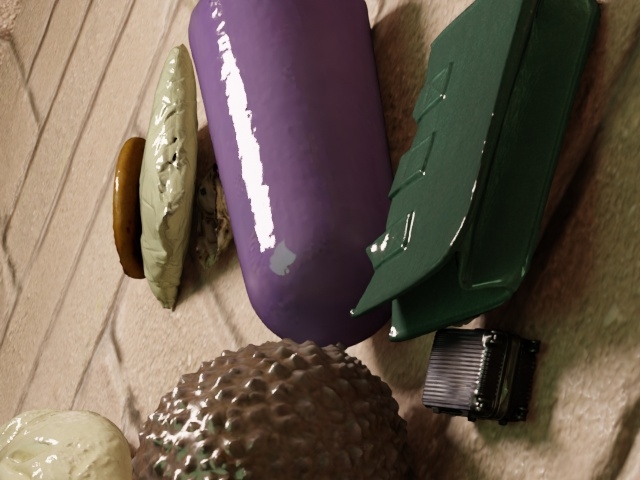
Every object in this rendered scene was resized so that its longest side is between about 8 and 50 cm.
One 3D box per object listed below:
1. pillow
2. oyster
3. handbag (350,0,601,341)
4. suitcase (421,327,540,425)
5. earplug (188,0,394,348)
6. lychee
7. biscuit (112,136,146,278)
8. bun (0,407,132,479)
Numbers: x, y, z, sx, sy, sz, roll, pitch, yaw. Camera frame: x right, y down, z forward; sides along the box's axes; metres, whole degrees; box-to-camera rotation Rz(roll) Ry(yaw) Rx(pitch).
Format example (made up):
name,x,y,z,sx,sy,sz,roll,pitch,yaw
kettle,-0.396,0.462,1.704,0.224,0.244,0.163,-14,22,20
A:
name,x,y,z,sx,sy,sz,roll,pitch,yaw
pillow,-0.210,-0.087,2.279,0.274,0.076,0.281,103,170,-63
oyster,-0.138,-0.046,2.208,0.108,0.053,0.166,112,157,-71
handbag,0.141,-0.080,1.538,0.238,0.089,0.326,-33,36,61
suitcase,0.144,0.121,1.505,0.126,0.059,0.086,-5,71,64
earplug,-0.016,-0.081,1.806,0.215,0.215,0.456,-52,37,41
lychee,-0.036,0.235,1.588,0.300,0.300,0.300,-42,40,50
biscuit,-0.258,-0.047,2.366,0.212,0.036,0.212,0,-90,-83
bun,-0.405,0.409,2.330,0.360,0.211,0.360,-44,37,48
